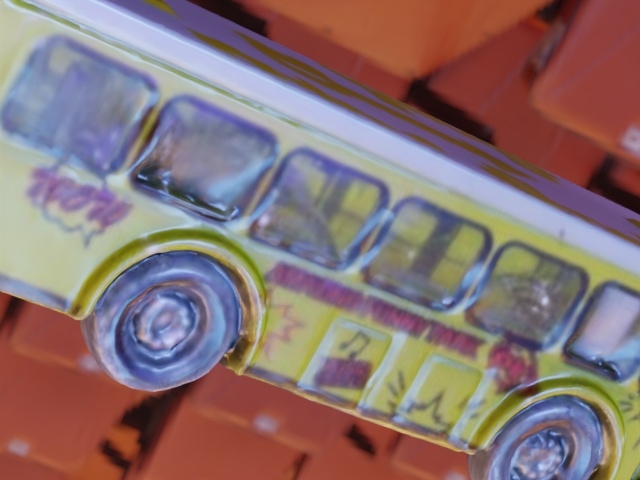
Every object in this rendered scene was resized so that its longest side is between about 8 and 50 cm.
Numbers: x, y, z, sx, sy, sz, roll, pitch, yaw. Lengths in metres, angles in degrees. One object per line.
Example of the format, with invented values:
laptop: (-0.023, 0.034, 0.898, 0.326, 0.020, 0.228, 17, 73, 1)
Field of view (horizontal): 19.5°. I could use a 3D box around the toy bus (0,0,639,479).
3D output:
toy bus: (0.000, 0.000, 0.415, 0.226, 0.074, 0.081, 23, -170, -30)
